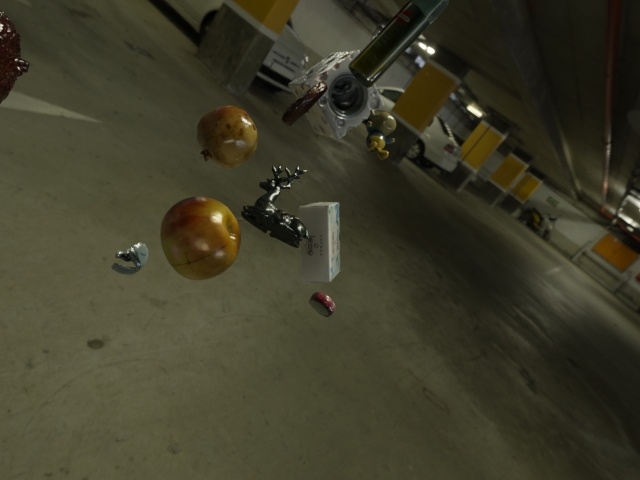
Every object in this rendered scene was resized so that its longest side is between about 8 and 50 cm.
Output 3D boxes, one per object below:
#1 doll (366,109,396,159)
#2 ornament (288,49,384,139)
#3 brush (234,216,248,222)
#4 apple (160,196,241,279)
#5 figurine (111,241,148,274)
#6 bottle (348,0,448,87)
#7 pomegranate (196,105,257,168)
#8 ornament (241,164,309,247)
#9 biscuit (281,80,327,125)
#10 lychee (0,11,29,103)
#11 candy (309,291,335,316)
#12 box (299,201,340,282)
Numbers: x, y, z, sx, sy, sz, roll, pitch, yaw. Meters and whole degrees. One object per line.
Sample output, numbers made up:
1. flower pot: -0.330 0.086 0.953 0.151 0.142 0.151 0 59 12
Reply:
1. doll: 0.161 -0.298 1.226 0.102 0.088 0.180 30 42 -32
2. ornament: 0.059 -0.575 1.790 0.239 0.239 0.239 57 -9 -28
3. brush: -0.256 -0.085 1.656 0.060 0.050 0.321 -3 6 -35
4. apple: -0.402 -0.008 1.538 0.286 0.232 0.286 -20 90 -79
5. figurine: -0.515 0.050 1.210 0.094 0.086 0.082 42 44 -70
6. bottle: 0.198 -0.522 1.152 0.082 0.286 0.082 44 5 -5
7. pomegranate: -0.322 -0.348 1.529 0.215 0.215 0.215 32 20 -13
8. ornament: -0.093 -0.117 1.311 0.202 0.080 0.236 28 53 -7
9. biscuit: -0.055 -0.452 1.492 0.049 0.192 0.192 44 18 -8
10. lychee: -0.833 -0.434 1.054 0.260 0.261 0.261 32 20 -13
11. candy: 0.007 0.233 1.650 0.103 0.103 0.043 38 59 3
12. box: 0.003 0.000 1.665 0.116 0.275 0.203 1 7 14
